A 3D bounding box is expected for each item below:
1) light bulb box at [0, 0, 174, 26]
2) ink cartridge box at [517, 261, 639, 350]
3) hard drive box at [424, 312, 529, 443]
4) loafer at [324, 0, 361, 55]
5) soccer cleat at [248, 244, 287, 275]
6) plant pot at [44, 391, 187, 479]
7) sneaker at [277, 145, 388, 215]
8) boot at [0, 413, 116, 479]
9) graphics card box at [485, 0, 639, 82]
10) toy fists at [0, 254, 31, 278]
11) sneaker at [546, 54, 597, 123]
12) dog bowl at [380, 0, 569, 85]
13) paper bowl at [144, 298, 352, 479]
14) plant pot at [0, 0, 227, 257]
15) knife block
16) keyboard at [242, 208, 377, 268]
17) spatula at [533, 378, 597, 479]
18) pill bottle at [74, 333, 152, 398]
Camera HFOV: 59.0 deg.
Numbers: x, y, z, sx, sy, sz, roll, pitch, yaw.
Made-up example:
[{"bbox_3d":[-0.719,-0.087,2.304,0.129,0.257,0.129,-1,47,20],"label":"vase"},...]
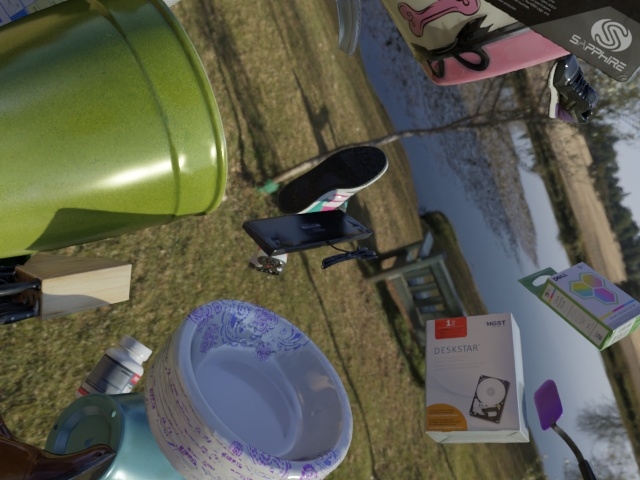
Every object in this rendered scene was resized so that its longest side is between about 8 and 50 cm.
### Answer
[{"bbox_3d":[-0.461,-0.544,1.020,0.358,0.361,0.225,61,11,-18],"label":"light bulb box"},{"bbox_3d":[0.505,0.106,1.101,0.209,0.109,0.062,47,-37,39],"label":"ink cartridge box"},{"bbox_3d":[0.305,0.274,1.123,0.089,0.181,0.232,48,39,-47],"label":"hard drive box"},{"bbox_3d":[0.038,-0.539,1.222,0.102,0.092,0.269,-75,162,-65],"label":"loafer"},{"bbox_3d":[-0.153,0.034,1.722,0.318,0.108,0.116,137,-34,-74],"label":"soccer cleat"},{"bbox_3d":[-0.387,0.422,1.127,0.255,0.271,0.272,53,27,-52],"label":"plant pot"},{"bbox_3d":[0.052,-0.134,1.449,0.178,0.295,0.124,14,54,-69],"label":"sneaker"},{"bbox_3d":[-0.491,0.293,0.879,0.264,0.096,0.280,-15,55,-46],"label":"boot"},{"bbox_3d":[0.206,-0.307,0.316,0.232,0.371,0.094,33,45,6],"label":"graphics card box"},{"bbox_3d":[-0.700,-0.024,1.243,0.096,0.142,0.279,14,81,-47],"label":"toy fists"},{"bbox_3d":[0.714,-0.428,1.572,0.124,0.107,0.283,30,-7,30],"label":"sneaker"},{"bbox_3d":[0.280,-0.319,0.693,0.150,0.407,0.408,69,23,-17],"label":"dog bowl"},{"bbox_3d":[-0.106,0.232,0.786,0.284,0.148,0.284,33,24,-16],"label":"paper bowl"},{"bbox_3d":[-0.379,-0.138,0.779,0.353,0.366,0.367,-28,97,-33],"label":"plant pot"},{"bbox_3d":[-0.536,0.104,1.133,0.242,0.275,0.088,-127,-135,-70],"label":"knife block"},{"bbox_3d":[0.000,0.000,1.252,0.317,0.033,0.201,-11,40,-45],"label":"keyboard"},{"bbox_3d":[0.493,0.410,1.104,0.030,0.084,0.296,2,44,-19],"label":"spatula"},{"bbox_3d":[-0.499,0.326,1.381,0.108,0.108,0.180,48,66,-37],"label":"pill bottle"}]
